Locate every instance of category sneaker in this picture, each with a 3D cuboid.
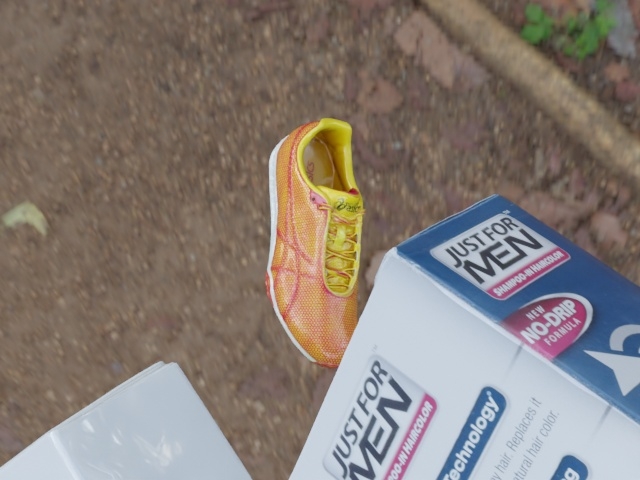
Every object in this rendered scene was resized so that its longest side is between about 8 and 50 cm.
[{"bbox_3d":[0.000,0.000,1.142,0.064,0.067,0.175,1,73,-33],"label":"sneaker"}]

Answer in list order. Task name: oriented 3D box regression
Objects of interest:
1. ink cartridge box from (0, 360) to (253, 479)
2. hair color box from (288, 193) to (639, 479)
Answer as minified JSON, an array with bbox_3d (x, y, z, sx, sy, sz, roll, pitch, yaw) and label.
[{"bbox_3d":[-0.103,0.245,0.994,0.117,0.207,0.283,-28,83,-51],"label":"ink cartridge box"},{"bbox_3d":[0.160,0.148,0.730,0.347,0.174,0.105,36,33,20],"label":"hair color box"}]
